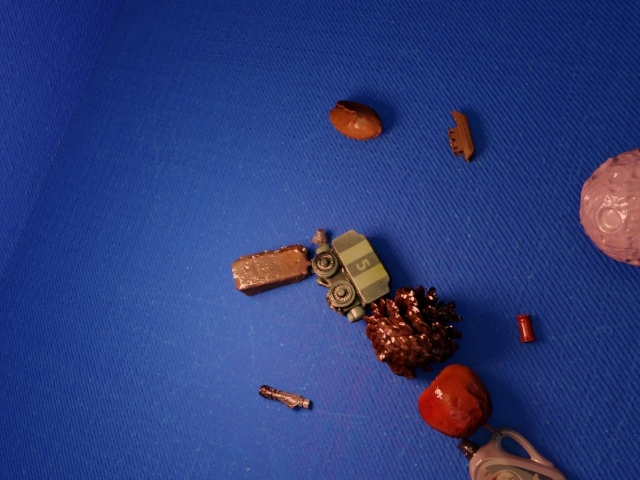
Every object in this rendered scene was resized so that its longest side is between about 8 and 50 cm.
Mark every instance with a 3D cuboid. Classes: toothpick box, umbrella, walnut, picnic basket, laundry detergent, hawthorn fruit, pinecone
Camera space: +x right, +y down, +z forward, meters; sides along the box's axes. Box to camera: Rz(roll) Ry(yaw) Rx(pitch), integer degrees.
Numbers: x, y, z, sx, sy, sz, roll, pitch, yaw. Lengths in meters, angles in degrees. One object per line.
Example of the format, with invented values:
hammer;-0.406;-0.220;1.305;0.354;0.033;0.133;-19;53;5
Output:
toothpick box;0.630;0.269;1.585;0.047;0.047;0.083;-10;71;16
umbrella;-0.123;0.542;1.774;0.188;0.046;0.050;12;71;17
walnut;0.128;-0.448;1.928;0.245;0.137;0.137;27;85;25
picnic basket;0.000;0.000;1.880;0.065;0.083;0.083;21;120;17
laundry detergent;0.529;0.656;1.479;0.280;0.105;0.215;38;89;26
hawthorn fruit;0.422;0.496;1.516;0.243;0.207;0.207;39;90;18
pinecone;0.288;0.267;1.592;0.296;0.298;0.242;-23;31;3

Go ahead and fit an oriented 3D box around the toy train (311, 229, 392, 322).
toy train;0.106;0.121;1.760;0.238;0.167;0.299;-28;69;-1

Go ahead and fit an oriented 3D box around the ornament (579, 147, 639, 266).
ornament;0.907;-0.093;1.449;0.337;0.337;0.337;-5;73;18

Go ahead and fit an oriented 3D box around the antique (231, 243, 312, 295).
antique;-0.167;0.104;1.878;0.284;0.150;0.125;-15;74;6

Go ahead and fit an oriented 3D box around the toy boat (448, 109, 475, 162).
toy boat;0.490;-0.365;1.815;0.077;0.057;0.200;-14;70;22
